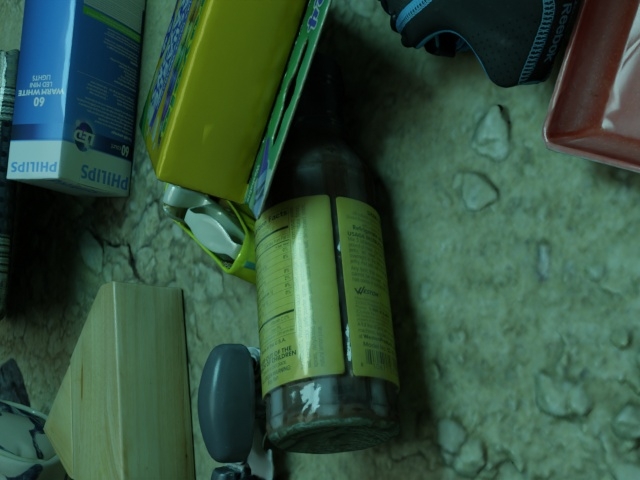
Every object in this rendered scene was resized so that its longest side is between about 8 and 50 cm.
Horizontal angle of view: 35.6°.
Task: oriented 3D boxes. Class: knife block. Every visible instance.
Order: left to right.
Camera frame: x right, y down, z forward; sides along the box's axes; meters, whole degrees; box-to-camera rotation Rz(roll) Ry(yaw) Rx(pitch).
[{"bbox_3d":[-0.181,0.212,1.011,0.242,0.088,0.275,41,113,42],"label":"knife block"}]

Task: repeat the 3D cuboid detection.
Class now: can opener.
[{"bbox_3d":[-0.088,0.234,0.900,0.076,0.095,0.283,4,86,48],"label":"can opener"}]

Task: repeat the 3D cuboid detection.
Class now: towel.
[{"bbox_3d":[-0.404,-0.051,1.229,0.324,0.056,0.312,160,113,-73],"label":"towel"}]

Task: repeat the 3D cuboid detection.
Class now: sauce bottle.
[{"bbox_3d":[0.000,0.000,0.832,0.111,0.111,0.344,-29,54,41],"label":"sauce bottle"}]

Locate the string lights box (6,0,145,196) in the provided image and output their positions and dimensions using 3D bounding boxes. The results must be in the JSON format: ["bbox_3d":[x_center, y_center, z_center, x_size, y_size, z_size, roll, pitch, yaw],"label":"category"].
[{"bbox_3d":[-0.273,-0.186,1.135,0.077,0.133,0.259,2,84,24],"label":"string lights box"}]

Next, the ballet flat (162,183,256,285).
[{"bbox_3d":[-0.110,-0.028,0.983,0.231,0.077,0.077,41,114,43],"label":"ballet flat"}]

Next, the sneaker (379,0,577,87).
[{"bbox_3d":[0.068,-0.221,0.791,0.341,0.125,0.139,40,132,52],"label":"sneaker"}]

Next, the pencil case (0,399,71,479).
[{"bbox_3d":[-0.417,0.384,1.183,0.183,0.160,0.410,23,101,32],"label":"pencil case"}]

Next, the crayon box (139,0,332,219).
[{"bbox_3d":[-0.087,-0.160,0.882,0.323,0.083,0.203,-132,59,-69],"label":"crayon box"}]

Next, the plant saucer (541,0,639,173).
[{"bbox_3d":[0.283,-0.151,0.602,0.259,0.048,0.258,23,100,46],"label":"plant saucer"}]
